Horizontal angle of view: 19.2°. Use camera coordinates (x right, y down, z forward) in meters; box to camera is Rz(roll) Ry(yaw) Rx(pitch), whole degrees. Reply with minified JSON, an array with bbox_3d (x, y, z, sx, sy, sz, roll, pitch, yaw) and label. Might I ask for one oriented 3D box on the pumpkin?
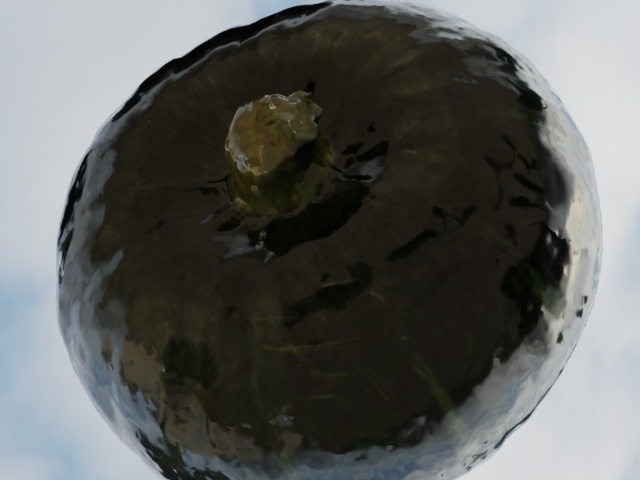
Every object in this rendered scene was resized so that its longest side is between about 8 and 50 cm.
[{"bbox_3d":[0.001,0.002,0.563,0.167,0.125,0.167,-27,-149,18],"label":"pumpkin"}]
